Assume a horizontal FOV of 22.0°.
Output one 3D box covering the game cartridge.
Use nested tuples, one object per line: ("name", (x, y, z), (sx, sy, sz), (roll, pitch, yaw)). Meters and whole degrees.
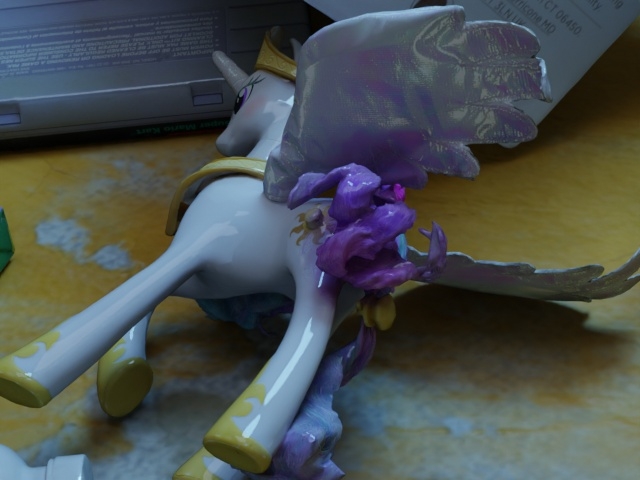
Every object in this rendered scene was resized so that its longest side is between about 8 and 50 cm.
("game cartridge", (-0.184, -0.171, 1.459), (0.355, 0.068, 0.230), (-5, 43, 0))

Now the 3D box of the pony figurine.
("pony figurine", (0.000, 0.000, 1.099), (0.351, 0.303, 0.363), (11, 57, 32))

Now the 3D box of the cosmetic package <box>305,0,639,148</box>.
("cosmetic package", (0.081, -0.352, 1.326), (0.327, 0.329, 0.393), (-48, 43, 12))

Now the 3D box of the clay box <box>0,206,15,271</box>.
("clay box", (-0.363, 0.014, 1.259), (0.222, 0.053, 0.127), (10, 43, 17))

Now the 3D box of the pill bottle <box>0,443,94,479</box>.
("pill bottle", (-0.231, 0.179, 1.004), (0.184, 0.103, 0.103), (-7, 39, -2))
